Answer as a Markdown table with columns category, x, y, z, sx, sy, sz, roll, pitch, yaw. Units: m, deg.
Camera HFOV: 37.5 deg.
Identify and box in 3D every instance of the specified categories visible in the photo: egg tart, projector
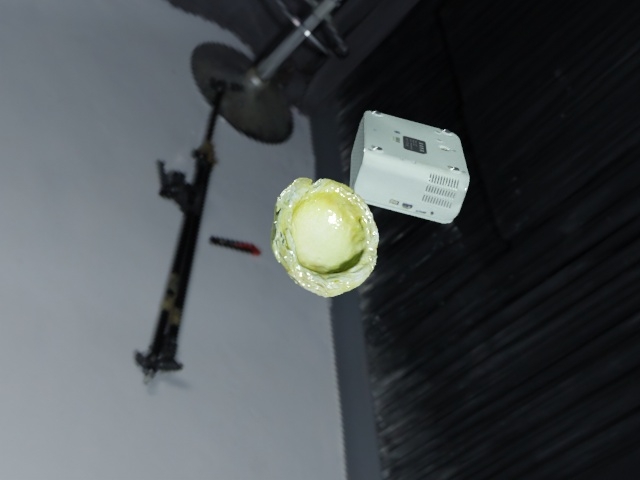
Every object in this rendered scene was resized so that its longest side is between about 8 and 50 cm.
| category | x | y | z | sx | sy | sz | roll | pitch | yaw |
| --- | --- | --- | --- | --- | --- | --- | --- | --- | --- |
| egg tart | 0.000 | 0.000 | 1.448 | 0.197 | 0.078 | 0.197 | 9 | 71 | -27 |
| projector | 0.163 | -0.143 | 1.754 | 0.198 | 0.108 | 0.250 | 15 | 25 | -4 |
